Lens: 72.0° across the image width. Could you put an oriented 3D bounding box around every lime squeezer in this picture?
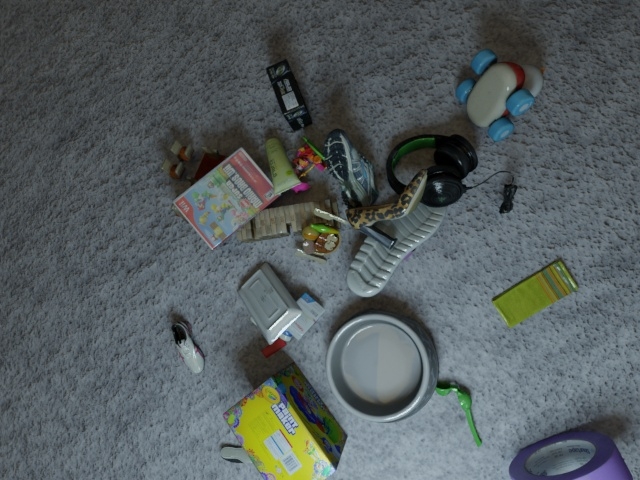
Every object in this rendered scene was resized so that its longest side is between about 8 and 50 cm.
[{"bbox_3d":[0.381,0.476,1.334,0.310,0.059,0.110,36,122,11],"label":"lime squeezer"}]

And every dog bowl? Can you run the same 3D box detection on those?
[{"bbox_3d":[0.174,0.375,1.323,0.349,0.102,0.348,-3,80,17],"label":"dog bowl"}]

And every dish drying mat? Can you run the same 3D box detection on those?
[{"bbox_3d":[-0.153,0.353,1.452,0.083,0.008,0.032,-35,79,3],"label":"dish drying mat"}]

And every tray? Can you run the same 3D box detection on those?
[{"bbox_3d":[-0.173,0.188,1.394,0.145,0.030,0.270,-45,46,1],"label":"tray"}]

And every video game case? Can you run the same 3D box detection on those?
[{"bbox_3d":[-0.299,-0.136,1.415,0.285,0.025,0.204,-40,86,-5],"label":"video game case"}]

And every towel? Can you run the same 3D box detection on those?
[{"bbox_3d":[0.649,0.163,1.336,0.237,0.021,0.102,-32,78,4],"label":"towel"}]

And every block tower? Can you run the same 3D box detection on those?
[{"bbox_3d":[-0.107,-0.063,1.453,0.335,0.097,0.091,-9,82,7],"label":"block tower"}]

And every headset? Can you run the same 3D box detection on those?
[{"bbox_3d":[0.398,-0.191,1.362,0.394,0.185,0.243,20,64,27],"label":"headset"}]

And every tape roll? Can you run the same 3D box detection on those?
[{"bbox_3d":[0.645,0.606,1.151,0.275,0.275,0.090,-25,80,6],"label":"tape roll"}]

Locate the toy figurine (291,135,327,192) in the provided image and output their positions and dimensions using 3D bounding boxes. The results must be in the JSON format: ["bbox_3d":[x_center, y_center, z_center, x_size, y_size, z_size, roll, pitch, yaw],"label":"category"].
[{"bbox_3d":[-0.059,-0.242,1.469,0.159,0.130,0.173,-46,56,11],"label":"toy figurine"}]

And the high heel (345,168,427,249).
[{"bbox_3d":[0.187,-0.125,1.297,0.186,0.093,0.261,35,112,21],"label":"high heel"}]

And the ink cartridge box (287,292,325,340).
[{"bbox_3d":[-0.059,0.240,1.394,0.088,0.052,0.122,41,52,9],"label":"ink cartridge box"}]

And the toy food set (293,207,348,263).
[{"bbox_3d":[0.000,0.000,1.390,0.132,0.038,0.192,19,122,-9],"label":"toy food set"}]

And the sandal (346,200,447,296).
[{"bbox_3d":[0.230,0.007,1.388,0.169,0.102,0.416,39,77,26],"label":"sandal"}]

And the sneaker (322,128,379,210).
[{"bbox_3d":[0.103,-0.226,1.390,0.122,0.110,0.283,-39,121,-28],"label":"sneaker"}]

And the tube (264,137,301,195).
[{"bbox_3d":[-0.131,-0.245,1.440,0.070,0.062,0.240,-55,39,36],"label":"tube"}]

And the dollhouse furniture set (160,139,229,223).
[{"bbox_3d":[-0.408,-0.190,1.522,0.262,0.135,0.259,17,75,11],"label":"dollhouse furniture set"}]

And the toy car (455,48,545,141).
[{"bbox_3d":[0.595,-0.462,1.367,0.238,0.210,0.219,-18,64,-21],"label":"toy car"}]

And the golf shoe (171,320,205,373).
[{"bbox_3d":[-0.447,0.358,1.461,0.067,0.086,0.186,-29,81,3],"label":"golf shoe"}]

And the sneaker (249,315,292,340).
[{"bbox_3d":[-0.149,0.256,1.436,0.152,0.058,0.084,27,91,10],"label":"sneaker"}]

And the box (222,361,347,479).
[{"bbox_3d":[-0.090,0.541,1.279,0.177,0.279,0.290,-39,79,3],"label":"box"}]

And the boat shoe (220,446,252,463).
[{"bbox_3d":[-0.258,0.692,1.411,0.125,0.038,0.046,3,42,4],"label":"boat shoe"}]

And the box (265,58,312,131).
[{"bbox_3d":[-0.102,-0.482,1.478,0.077,0.147,0.180,-21,79,6],"label":"box"}]
